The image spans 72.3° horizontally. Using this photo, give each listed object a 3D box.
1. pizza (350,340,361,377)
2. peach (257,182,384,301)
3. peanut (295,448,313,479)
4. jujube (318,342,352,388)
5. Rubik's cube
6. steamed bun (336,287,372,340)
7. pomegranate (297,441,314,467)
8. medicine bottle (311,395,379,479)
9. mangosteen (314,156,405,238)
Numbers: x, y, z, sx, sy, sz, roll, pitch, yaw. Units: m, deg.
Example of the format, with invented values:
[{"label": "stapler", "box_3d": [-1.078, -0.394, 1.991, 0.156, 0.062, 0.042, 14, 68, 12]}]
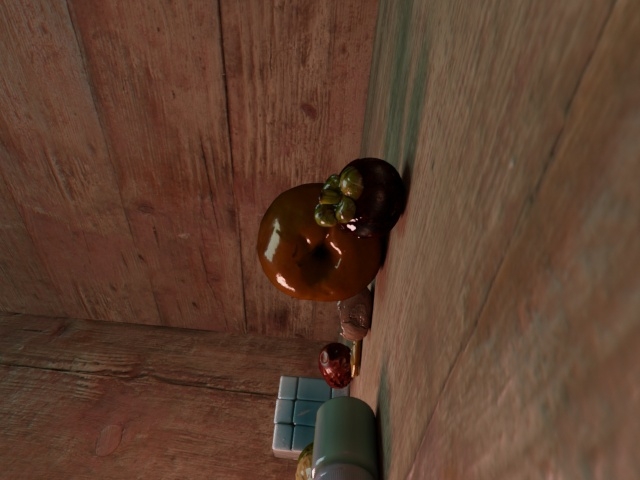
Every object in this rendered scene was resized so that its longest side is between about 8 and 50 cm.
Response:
[{"label": "pizza", "box_3d": [0.128, 0.383, 1.590, 0.176, 0.036, 0.184, -69, -16, -84]}, {"label": "peach", "box_3d": [0.000, 0.000, 1.178, 0.301, 0.344, 0.342, -88, 2, -66]}, {"label": "peanut", "box_3d": [0.020, 0.764, 1.492, 0.110, 0.233, 0.197, 61, 174, -12]}, {"label": "jujube", "box_3d": [0.070, 0.528, 1.831, 0.230, 0.156, 0.155, 78, -166, -49]}, {"label": "Rubik's cube", "box_3d": [-0.040, 0.819, 1.992, 0.318, 0.323, 0.315, 95, -178, -57]}, {"label": "steamed bun", "box_3d": [0.101, 0.213, 1.343, 0.145, 0.107, 0.174, -61, -26, -87]}, {"label": "pomegranate", "box_3d": [0.025, 0.881, 1.650, 0.245, 0.198, 0.198, 59, 174, 11]}, {"label": "medicine bottle", "box_3d": [0.052, 0.456, 0.927, 0.225, 0.140, 0.139, -82, -3, -63]}, {"label": "mangosteen", "box_3d": [0.079, -0.084, 0.877, 0.166, 0.180, 0.165, 11, 103, 58]}]
